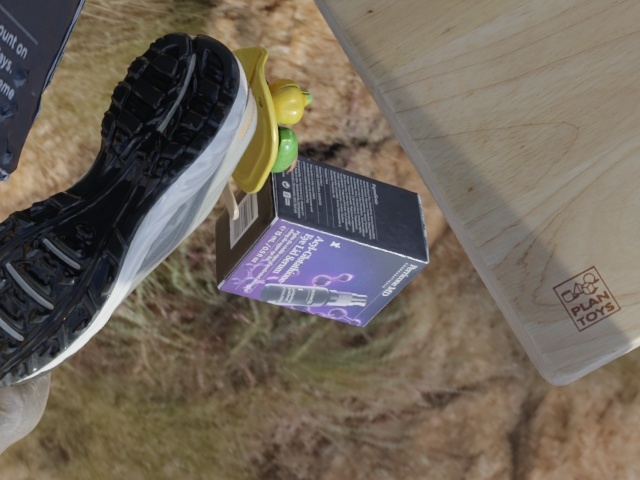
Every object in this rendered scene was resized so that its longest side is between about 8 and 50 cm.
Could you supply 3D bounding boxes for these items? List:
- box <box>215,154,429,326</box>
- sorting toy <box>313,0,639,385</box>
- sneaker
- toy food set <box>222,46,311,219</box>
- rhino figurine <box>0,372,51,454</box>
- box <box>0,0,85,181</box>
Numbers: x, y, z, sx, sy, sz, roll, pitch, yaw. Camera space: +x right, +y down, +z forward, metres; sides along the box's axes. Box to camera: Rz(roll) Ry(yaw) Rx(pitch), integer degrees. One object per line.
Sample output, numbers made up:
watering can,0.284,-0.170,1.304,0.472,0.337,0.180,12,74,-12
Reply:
box,0.000,0.000,1.518,0.207,0.108,0.153,16,138,-25
sorting toy,0.160,-0.087,0.671,0.257,0.089,0.255,-27,73,-7
sneaker,-0.133,-0.008,0.867,0.271,0.100,0.108,-49,160,0
toy food set,-0.059,-0.122,1.371,0.071,0.218,0.128,-16,74,-22
rhino figurine,-0.272,0.123,1.009,0.106,0.073,0.243,40,59,-9
box,-0.317,-0.345,0.644,0.480,0.297,0.472,17,78,16
